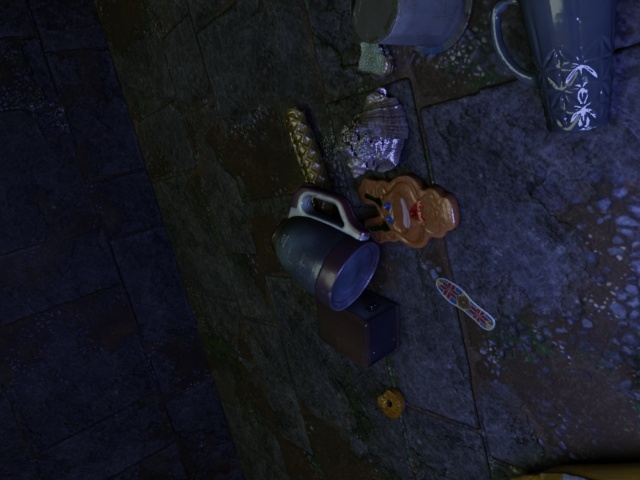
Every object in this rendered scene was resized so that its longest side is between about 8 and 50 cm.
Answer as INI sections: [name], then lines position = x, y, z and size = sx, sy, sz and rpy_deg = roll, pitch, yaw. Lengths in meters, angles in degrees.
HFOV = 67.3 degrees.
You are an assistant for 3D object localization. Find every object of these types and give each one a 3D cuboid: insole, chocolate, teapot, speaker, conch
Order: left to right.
[teapot]
position = 0.000, 0.000, 1.436
size = 0.312, 0.233, 0.315
rpy_deg = 32, 116, 27
[speaker]
position = 0.117, 0.260, 1.527
size = 0.230, 0.153, 0.193
rpy_deg = 20, 124, 46
[conch]
position = 0.138, -0.273, 1.263
size = 0.178, 0.163, 0.246
rpy_deg = 20, 111, 7
[insole]
position = 0.377, 0.163, 1.261
size = 0.193, 0.006, 0.065
rpy_deg = 44, 139, 30
[chocolate]
position = 0.598, 0.581, 1.063
size = 0.162, 0.162, 0.445
rpy_deg = 62, 145, 9

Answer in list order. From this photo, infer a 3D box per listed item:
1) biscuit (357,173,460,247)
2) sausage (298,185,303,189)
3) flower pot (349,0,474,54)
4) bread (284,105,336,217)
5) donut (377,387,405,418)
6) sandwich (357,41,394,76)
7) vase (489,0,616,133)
[biscuit]
position = 0.224, -0.079, 1.299
size = 0.333, 0.047, 0.202
rpy_deg = 7, 114, 50
[sausage]
position = -0.059, -0.098, 1.665
size = 0.043, 0.043, 0.187
rpy_deg = 30, 130, 41
[flower pot]
position = 0.175, -0.501, 1.013
size = 0.212, 0.202, 0.213
rpy_deg = 28, 126, 46
[bread]
position = -0.031, -0.244, 1.519
size = 0.084, 0.077, 0.368
rpy_deg = -14, 98, 53
[donut]
position = 0.242, 0.543, 1.608
size = 0.097, 0.043, 0.108
rpy_deg = 58, 142, 15
[sandwich]
position = 0.142, -0.463, 1.209
size = 0.104, 0.035, 0.093
rpy_deg = 36, 133, 36
[vase]
position = 0.418, -0.344, 0.829
size = 0.251, 0.156, 0.301
rpy_deg = 5, 118, 48
